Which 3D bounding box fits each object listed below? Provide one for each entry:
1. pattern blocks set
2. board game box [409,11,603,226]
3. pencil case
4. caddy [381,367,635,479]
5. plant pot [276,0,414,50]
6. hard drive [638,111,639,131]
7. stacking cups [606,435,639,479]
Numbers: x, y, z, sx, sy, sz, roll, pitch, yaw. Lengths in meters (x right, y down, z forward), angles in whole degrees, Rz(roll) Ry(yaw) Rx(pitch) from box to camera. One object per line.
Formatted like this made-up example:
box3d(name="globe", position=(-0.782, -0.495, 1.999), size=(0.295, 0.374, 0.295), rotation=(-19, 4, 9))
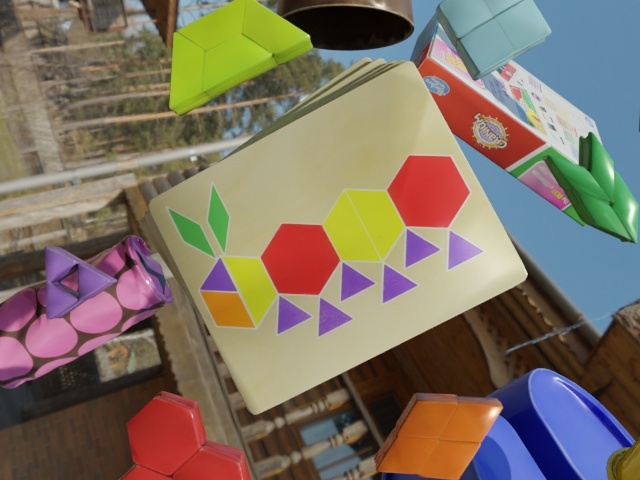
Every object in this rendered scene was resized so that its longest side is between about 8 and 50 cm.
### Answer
box3d(name="pattern blocks set", position=(0.000, 0.000, 0.322), size=(0.026, 0.324, 0.285), rotation=(15, 55, -84))
box3d(name="board game box", position=(0.271, -0.189, 0.828), size=(0.064, 0.316, 0.242), rotation=(-51, -170, 37))
box3d(name="pencil case", position=(-0.267, 0.071, 0.617), size=(0.095, 0.209, 0.098), rotation=(65, 0, -48))
box3d(name="caddy", position=(0.208, 0.293, 0.531), size=(0.341, 0.241, 0.179), rotation=(53, -46, 24))
box3d(name="plant pot", position=(0.040, -0.438, 0.882), size=(0.215, 0.215, 0.231), rotation=(-174, -95, -69))
box3d(name="hard drive", position=(0.870, -0.257, 1.164), size=(0.339, 0.236, 0.064), rotation=(8, -76, 48))
box3d(name="stacking cups", position=(0.277, 0.040, 0.310), size=(0.096, 0.096, 0.316), rotation=(49, -52, 49))
